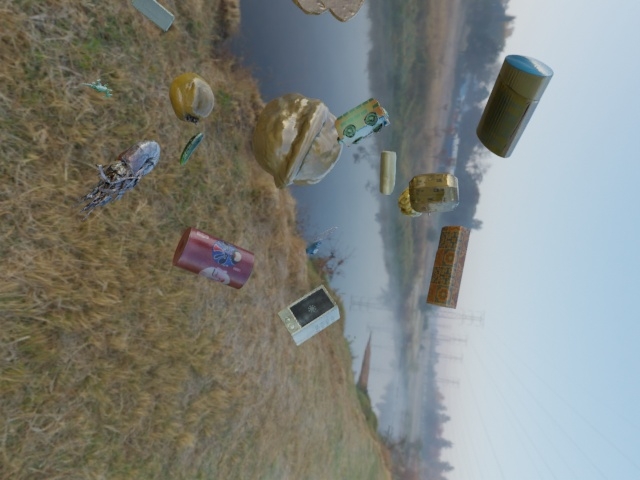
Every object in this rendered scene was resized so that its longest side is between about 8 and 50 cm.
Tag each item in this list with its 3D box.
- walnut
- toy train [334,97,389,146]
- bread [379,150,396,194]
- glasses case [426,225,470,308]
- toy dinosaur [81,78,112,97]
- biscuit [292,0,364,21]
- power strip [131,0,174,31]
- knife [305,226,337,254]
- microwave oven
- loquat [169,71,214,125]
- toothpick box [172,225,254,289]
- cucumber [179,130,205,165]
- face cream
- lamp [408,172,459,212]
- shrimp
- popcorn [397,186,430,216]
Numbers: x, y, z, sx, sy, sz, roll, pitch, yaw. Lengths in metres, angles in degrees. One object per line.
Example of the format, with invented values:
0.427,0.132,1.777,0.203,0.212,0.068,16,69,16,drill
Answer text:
-0.096,-0.394,1.695,0.383,0.384,0.383,5,90,-75,walnut
0.131,-0.387,1.407,0.072,0.188,0.099,16,53,-62,toy train
0.280,-0.282,1.778,0.139,0.060,0.178,-80,172,-76,bread
0.345,0.071,1.156,0.049,0.075,0.218,20,79,-34,glasses case
-0.714,-0.486,1.371,0.062,0.083,0.021,98,-19,-57,toy dinosaur
-0.009,-0.916,1.458,0.269,0.376,0.051,-50,-167,-1,biscuit
-0.662,-0.907,1.671,0.169,0.076,0.028,35,23,-28,power strip
-0.002,0.000,1.819,0.244,0.058,0.032,133,-45,-53,knife
-0.051,0.341,1.941,0.145,0.241,0.194,53,-12,24,microwave oven
-0.577,-0.630,1.906,0.176,0.187,0.234,-13,94,-69,loquat
-0.511,0.087,2.051,0.204,0.333,0.204,-43,-146,39,toothpick box
-0.510,-0.368,1.678,0.167,0.039,0.039,-58,162,-3,cucumber
0.508,-0.361,1.142,0.139,0.067,0.285,57,-15,27,face cream
0.440,-0.186,1.662,0.161,0.185,0.161,-4,90,-73,lamp
-0.657,-0.204,1.378,0.343,0.116,0.145,-46,-165,-15,shrimp
0.454,-0.198,2.039,0.163,0.194,0.140,59,-38,27,popcorn
